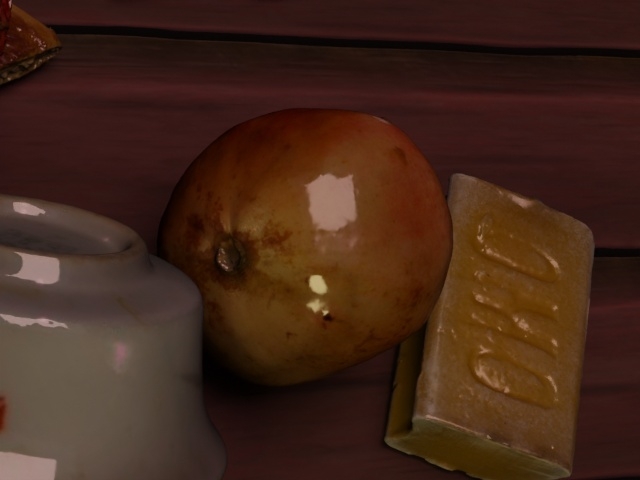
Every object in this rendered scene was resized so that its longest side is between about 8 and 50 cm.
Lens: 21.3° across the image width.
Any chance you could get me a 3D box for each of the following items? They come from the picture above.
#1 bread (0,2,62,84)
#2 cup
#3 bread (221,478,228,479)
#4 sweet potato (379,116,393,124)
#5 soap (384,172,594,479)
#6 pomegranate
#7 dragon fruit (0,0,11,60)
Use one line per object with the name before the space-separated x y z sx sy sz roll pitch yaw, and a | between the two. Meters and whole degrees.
bread | -0.332 -0.191 1.545 0.136 0.054 0.154 51 47 6
cup | -0.224 0.064 1.258 0.347 0.347 0.163 7 103 -23
bread | -0.136 0.336 1.251 0.149 0.195 0.344 -2 53 17
sweet potato | 0.056 -0.041 1.659 0.050 0.050 0.214 26 50 -11
soap | 0.163 0.087 1.610 0.173 0.089 0.274 21 56 -15
pomegranate | 0.000 0.000 1.483 0.270 0.252 0.229 -16 76 -51
dragon fruit | -0.395 -0.165 1.348 0.302 0.295 0.295 -38 83 -14
